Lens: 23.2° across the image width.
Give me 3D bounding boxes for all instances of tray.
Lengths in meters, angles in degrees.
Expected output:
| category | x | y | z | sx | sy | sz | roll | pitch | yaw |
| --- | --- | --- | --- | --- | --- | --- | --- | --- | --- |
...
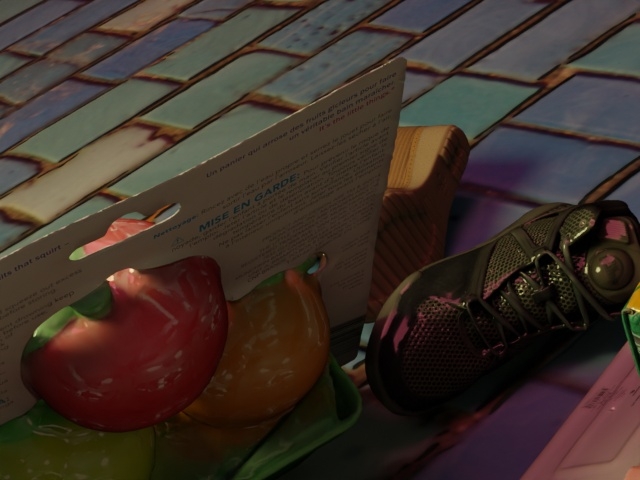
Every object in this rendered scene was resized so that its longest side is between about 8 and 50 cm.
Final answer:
| category | x | y | z | sx | sy | sz | roll | pitch | yaw |
| --- | --- | --- | --- | --- | --- | --- | --- | --- | --- |
| tray | 0.199 | 0.096 | 0.925 | 0.145 | 0.030 | 0.270 | -20 | 18 | 49 |

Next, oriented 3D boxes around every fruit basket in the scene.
| category | x | y | z | sx | sy | sz | roll | pitch | yaw |
| --- | --- | --- | --- | --- | --- | --- | --- | --- | --- |
| fruit basket | -0.107 | 0.058 | 0.893 | 0.327 | 0.353 | 0.165 | -29 | 61 | -19 |

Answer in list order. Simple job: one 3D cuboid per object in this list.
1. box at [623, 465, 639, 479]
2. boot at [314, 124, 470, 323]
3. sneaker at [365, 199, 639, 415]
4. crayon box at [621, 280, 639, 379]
| category | x | y | z | sx | sy | sz | roll | pitch | yaw |
| --- | --- | --- | --- | --- | --- | --- | --- | --- | --- |
| box | 0.223 | 0.196 | 0.619 | 0.232 | 0.127 | 0.149 | 4 | 53 | 34 |
| boot | 0.000 | 0.000 | 1.254 | 0.207 | 0.090 | 0.248 | -15 | 26 | 34 |
| sneaker | 0.135 | 0.036 | 1.037 | 0.227 | 0.087 | 0.130 | -30 | 6 | -29 |
| crayon box | 0.297 | 0.023 | 0.690 | 0.278 | 0.081 | 0.165 | 6 | 42 | 38 |
